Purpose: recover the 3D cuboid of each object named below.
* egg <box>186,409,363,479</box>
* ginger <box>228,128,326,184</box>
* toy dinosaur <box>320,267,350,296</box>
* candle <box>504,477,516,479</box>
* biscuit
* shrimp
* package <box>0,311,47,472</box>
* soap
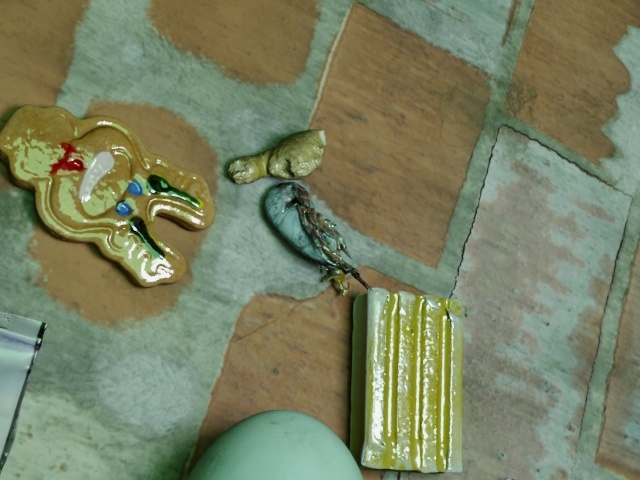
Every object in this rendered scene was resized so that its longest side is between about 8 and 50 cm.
[{"bbox_3d":[-0.069,0.418,1.361,0.276,0.276,0.388,14,75,-19],"label":"egg"},{"bbox_3d":[-0.058,-0.120,1.609,0.165,0.096,0.067,-28,130,-17],"label":"ginger"},{"bbox_3d":[0.019,0.039,1.636,0.041,0.026,0.113,-7,65,-19],"label":"toy dinosaur"},{"bbox_3d":[0.356,0.430,1.663,0.053,0.048,0.162,-42,105,17],"label":"candle"},{"bbox_3d":[-0.316,-0.078,1.514,0.334,0.047,0.202,35,66,-11],"label":"biscuit"},{"bbox_3d":[0.000,0.000,1.595,0.079,0.090,0.233,-40,74,-13],"label":"shrimp"},{"bbox_3d":[-0.495,0.201,1.367,0.204,0.062,0.250,18,83,-18],"label":"package"},{"bbox_3d":[0.136,0.221,1.602,0.174,0.089,0.274,9,74,-22],"label":"soap"}]
